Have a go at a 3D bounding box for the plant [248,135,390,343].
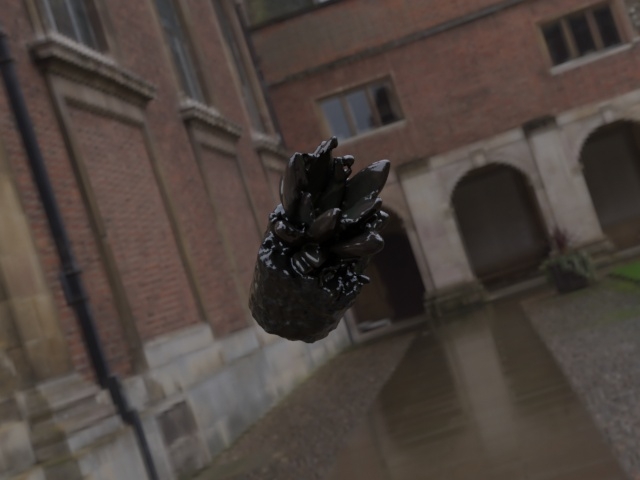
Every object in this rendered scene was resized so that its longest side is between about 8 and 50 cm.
[{"bbox_3d":[0.000,0.000,1.656,0.182,0.194,0.320,19,-45,-6],"label":"plant"}]
